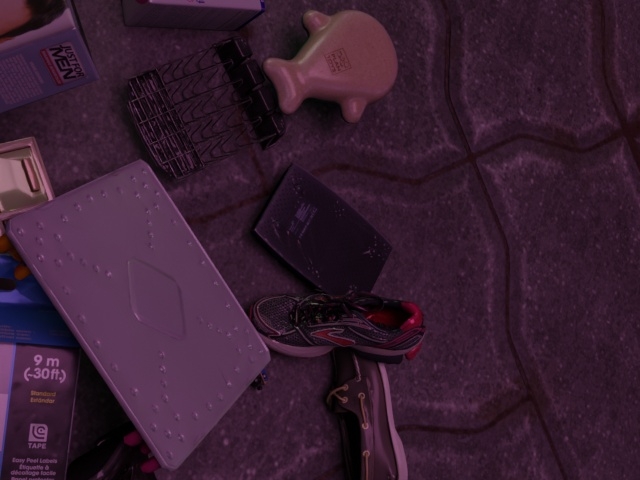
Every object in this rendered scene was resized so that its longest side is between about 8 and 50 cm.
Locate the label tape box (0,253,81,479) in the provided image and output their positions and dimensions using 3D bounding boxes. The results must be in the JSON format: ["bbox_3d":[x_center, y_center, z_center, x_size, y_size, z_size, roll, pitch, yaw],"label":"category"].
[{"bbox_3d":[-0.459,0.189,1.334,0.249,0.115,0.348,8,88,-23],"label":"label tape box"}]

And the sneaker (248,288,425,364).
[{"bbox_3d":[0.028,0.127,1.684,0.299,0.112,0.121,3,57,-1],"label":"sneaker"}]

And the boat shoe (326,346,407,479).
[{"bbox_3d":[0.066,0.290,1.733,0.091,0.109,0.305,-10,81,-26],"label":"boat shoe"}]

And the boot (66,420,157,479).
[{"bbox_3d":[-0.252,0.384,1.439,0.091,0.263,0.229,-28,91,4],"label":"boot"}]

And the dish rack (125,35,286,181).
[{"bbox_3d":[-0.197,-0.221,1.693,0.271,0.074,0.208,-29,95,-33],"label":"dish rack"}]

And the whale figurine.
[{"bbox_3d":[0.008,-0.305,1.805,0.272,0.141,0.216,-28,96,-30],"label":"whale figurine"}]

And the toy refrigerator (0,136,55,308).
[{"bbox_3d":[-0.435,-0.007,1.473,0.102,0.094,0.270,-19,90,-34],"label":"toy refrigerator"}]

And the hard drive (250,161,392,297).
[{"bbox_3d":[0.000,0.000,1.783,0.254,0.054,0.172,39,62,-21],"label":"hard drive"}]

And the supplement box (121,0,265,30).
[{"bbox_3d":[-0.219,-0.428,1.696,0.220,0.114,0.111,-6,84,-32],"label":"supplement box"}]

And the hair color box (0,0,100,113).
[{"bbox_3d":[-0.504,-0.249,1.322,0.374,0.113,0.185,-20,61,-6],"label":"hair color box"}]

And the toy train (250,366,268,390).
[{"bbox_3d":[-0.125,0.176,1.682,0.036,0.027,0.158,-23,92,-45],"label":"toy train"}]

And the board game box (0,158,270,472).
[{"bbox_3d":[-0.256,0.095,1.467,0.390,0.050,0.390,58,23,-5],"label":"board game box"}]
